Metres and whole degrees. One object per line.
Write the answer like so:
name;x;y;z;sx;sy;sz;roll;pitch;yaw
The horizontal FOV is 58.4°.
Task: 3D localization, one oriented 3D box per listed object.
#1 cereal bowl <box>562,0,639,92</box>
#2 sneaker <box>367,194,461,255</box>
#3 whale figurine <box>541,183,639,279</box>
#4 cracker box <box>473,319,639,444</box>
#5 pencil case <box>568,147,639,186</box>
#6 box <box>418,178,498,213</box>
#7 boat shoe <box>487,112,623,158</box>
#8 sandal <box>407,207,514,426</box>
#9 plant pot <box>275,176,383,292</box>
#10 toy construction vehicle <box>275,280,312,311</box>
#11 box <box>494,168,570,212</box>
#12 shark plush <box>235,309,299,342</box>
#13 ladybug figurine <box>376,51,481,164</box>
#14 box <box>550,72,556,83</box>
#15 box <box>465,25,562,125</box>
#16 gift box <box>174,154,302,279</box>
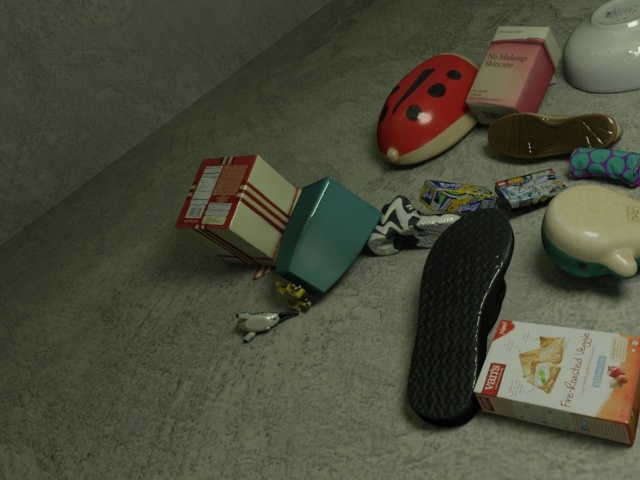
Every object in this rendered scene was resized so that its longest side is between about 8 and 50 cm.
cereal bowl;0.801;-0.536;1.485;0.338;0.141;0.339;-20;37;16
sneaker;0.227;-0.058;1.363;0.234;0.094;0.153;-19;44;35
whale figurine;0.544;0.001;1.046;0.271;0.141;0.216;9;47;12
cracker box;0.385;0.218;0.922;0.232;0.067;0.156;1;45;39
pencil case;0.613;-0.158;1.220;0.151;0.064;0.070;20;98;50
box;0.312;-0.096;1.298;0.168;0.054;0.059;5;26;-23
boat shoe;0.553;-0.252;1.368;0.302;0.109;0.098;5;9;41
sandal;0.270;0.138;1.100;0.167;0.107;0.446;1;58;37
plant pot;0.000;0.000;1.376;0.234;0.165;0.165;-62;18;-15
toy construction vehicle;-0.065;0.134;1.357;0.098;0.086;0.035;11;59;44
box;0.472;-0.113;1.280;0.136;0.027;0.094;-14;36;1
shark plush;-0.134;0.181;1.382;0.161;0.073;0.067;-26;4;16
ladybug figurine;0.316;-0.395;1.658;0.305;0.162;0.449;9;51;43
box;0.606;-0.492;1.623;0.101;0.087;0.102;-11;39;28
box;0.506;-0.426;1.501;0.148;0.126;0.233;19;83;41
gift box;-0.218;-0.054;1.571;0.255;0.258;0.277;8;70;40
